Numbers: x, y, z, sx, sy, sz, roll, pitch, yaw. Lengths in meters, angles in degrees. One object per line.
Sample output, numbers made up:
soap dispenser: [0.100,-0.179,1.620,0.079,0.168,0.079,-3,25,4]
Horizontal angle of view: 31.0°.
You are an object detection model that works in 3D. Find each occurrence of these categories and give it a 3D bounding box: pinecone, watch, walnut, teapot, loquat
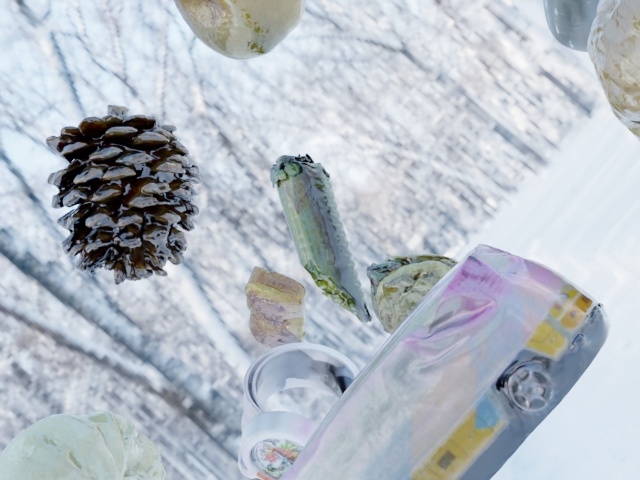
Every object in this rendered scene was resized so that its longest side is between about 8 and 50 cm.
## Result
pinecone: [-0.283,-0.068,1.682,0.224,0.272,0.224,-12,-13,-3]
watch: [-0.011,0.300,1.897,0.231,0.244,0.196,-78,-5,-51]
walnut: [0.501,-0.253,1.494,0.306,0.306,0.344,-53,6,34]
teapot: [0.519,-0.506,2.211,0.223,0.285,0.305,-17,44,18]
loquat: [-0.144,-0.497,2.207,0.276,0.284,0.276,-21,25,10]

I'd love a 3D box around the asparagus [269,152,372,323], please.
asparagus: [0.000,0.000,2.379,0.128,0.382,0.108,-4,-21,-41]

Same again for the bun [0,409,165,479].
bun: [-0.296,0.335,1.456,0.160,0.259,0.259,-17,17,40]

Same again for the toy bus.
toy bus: [0.117,0.171,1.184,0.386,0.162,0.171,-53,-5,20]

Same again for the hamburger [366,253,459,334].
hamburger: [0.194,0.104,2.130,0.206,0.183,0.130,-2,31,28]

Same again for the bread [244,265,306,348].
bread: [-0.087,0.152,2.410,0.271,0.139,0.077,94,-159,-62]
